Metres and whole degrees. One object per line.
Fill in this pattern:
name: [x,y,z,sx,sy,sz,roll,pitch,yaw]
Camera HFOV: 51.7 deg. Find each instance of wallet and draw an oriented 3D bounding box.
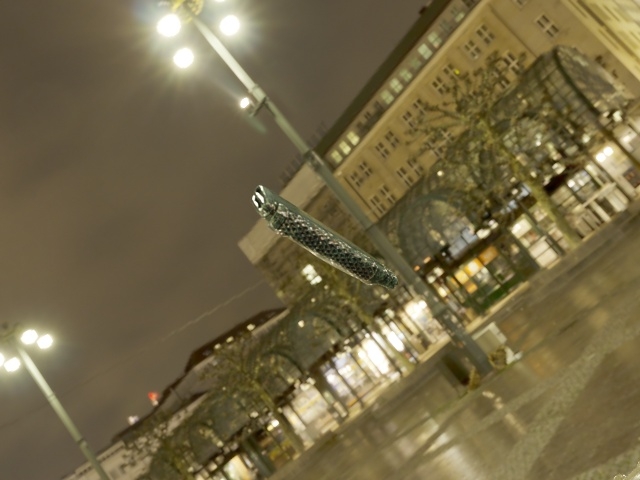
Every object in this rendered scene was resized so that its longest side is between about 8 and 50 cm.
wallet: [0.000,0.000,0.550,0.026,0.129,0.088,-57,16,3]

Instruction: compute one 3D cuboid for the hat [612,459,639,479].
hat: [0.177,0.137,0.236,0.166,0.144,0.173,-51,-26,-9]
